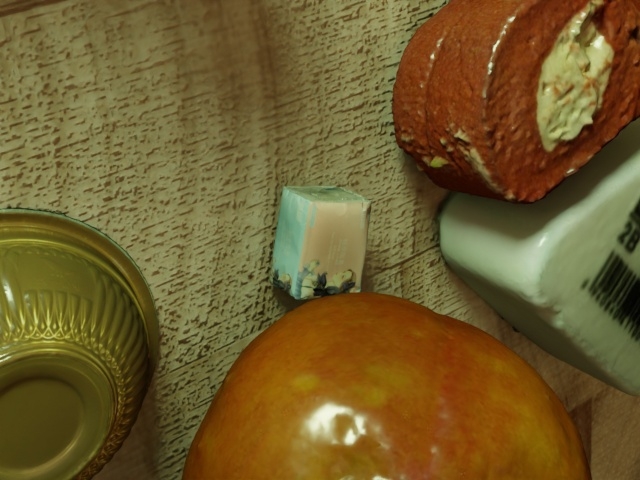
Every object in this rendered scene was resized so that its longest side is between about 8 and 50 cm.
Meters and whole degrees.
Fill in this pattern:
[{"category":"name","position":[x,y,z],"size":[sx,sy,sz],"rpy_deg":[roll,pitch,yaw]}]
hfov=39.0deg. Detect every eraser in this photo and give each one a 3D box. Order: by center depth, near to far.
[{"category":"eraser","position":[0.275,0.005,0.963],"size":[0.331,0.150,0.331],"rpy_deg":[-14,116,-30]}]

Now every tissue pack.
[{"category":"tissue pack","position":[0.000,0.000,0.813],"size":[0.074,0.059,0.094],"rpy_deg":[-3,110,-34]}]

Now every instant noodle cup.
[{"category":"instant noodle cup","position":[-0.228,0.116,0.671],"size":[0.274,0.091,0.273],"rpy_deg":[-15,117,-31]}]

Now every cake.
[{"category":"cake","position":[0.196,-0.164,0.838],"size":[0.283,0.151,0.177],"rpy_deg":[-37,115,-19]}]

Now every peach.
[{"category":"peach","position":[0.058,0.210,0.749],"size":[0.343,0.301,0.342],"rpy_deg":[1,78,-4]}]
